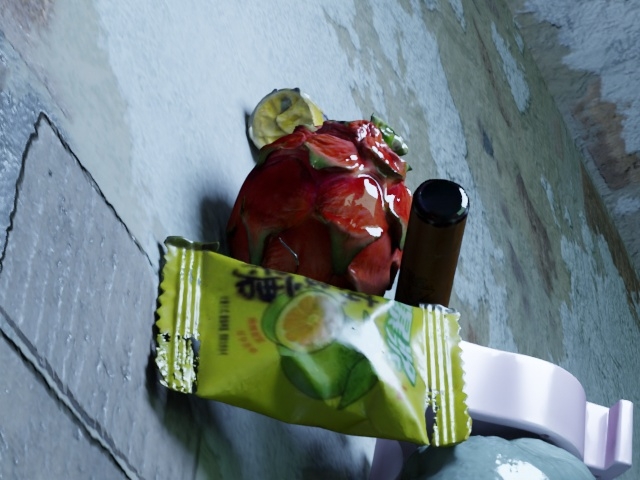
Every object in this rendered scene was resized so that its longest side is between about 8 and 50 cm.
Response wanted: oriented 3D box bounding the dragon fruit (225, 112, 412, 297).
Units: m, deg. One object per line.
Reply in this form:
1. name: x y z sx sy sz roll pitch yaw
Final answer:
1. dragon fruit: 0.000 0.000 1.760 0.193 0.192 0.274 19 91 -25

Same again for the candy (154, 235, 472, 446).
1. candy: -0.005 0.095 1.603 0.187 0.297 0.081 -91 -161 -46

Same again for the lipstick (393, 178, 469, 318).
1. lipstick: 0.100 0.058 1.751 0.356 0.057 0.057 95 -10 -58

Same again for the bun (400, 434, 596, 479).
1. bun: 0.123 0.334 1.667 0.354 0.194 0.354 -43 149 -34

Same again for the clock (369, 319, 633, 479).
1. clock: 0.130 0.194 1.823 0.275 0.290 0.080 26 55 -25

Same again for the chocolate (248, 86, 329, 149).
1. chocolate: -0.007 -0.100 2.003 0.219 0.085 0.085 40 36 -65
